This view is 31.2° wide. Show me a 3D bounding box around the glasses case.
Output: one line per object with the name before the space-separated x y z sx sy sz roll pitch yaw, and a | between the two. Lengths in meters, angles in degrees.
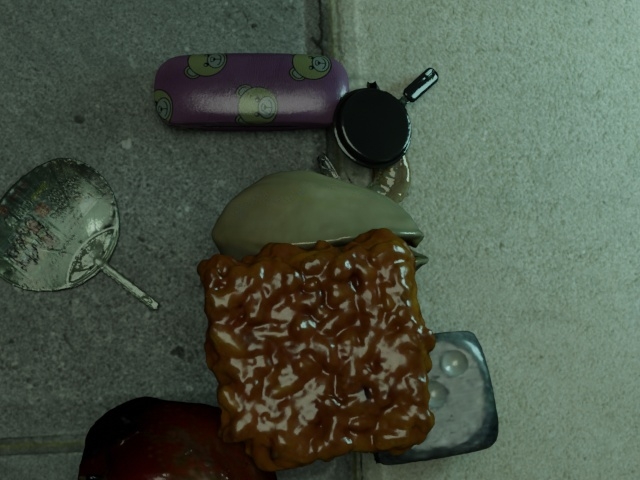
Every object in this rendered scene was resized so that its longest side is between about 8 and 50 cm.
glasses case | -0.111 -0.240 1.855 0.316 0.076 0.123 -1 74 -1

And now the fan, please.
fan | -0.412 0.017 1.817 0.223 0.012 0.294 -23 79 -8

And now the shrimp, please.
shrimp | 0.065 -0.152 1.867 0.152 0.046 0.219 -6 79 -8

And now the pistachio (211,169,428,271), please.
pistachio | 0.000 0.000 1.743 0.332 0.226 0.208 6 94 0

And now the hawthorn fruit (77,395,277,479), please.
hawthorn fruit | -0.204 0.360 1.620 0.316 0.316 0.316 1 78 -3

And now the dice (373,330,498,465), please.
dice | 0.158 0.237 1.718 0.183 0.181 0.182 -9 82 -3

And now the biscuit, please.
biscuit | -0.001 0.151 1.573 0.312 0.110 0.318 -7 86 -9

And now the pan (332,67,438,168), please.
pan | 0.118 -0.213 1.851 0.136 0.028 0.235 48 64 -4
